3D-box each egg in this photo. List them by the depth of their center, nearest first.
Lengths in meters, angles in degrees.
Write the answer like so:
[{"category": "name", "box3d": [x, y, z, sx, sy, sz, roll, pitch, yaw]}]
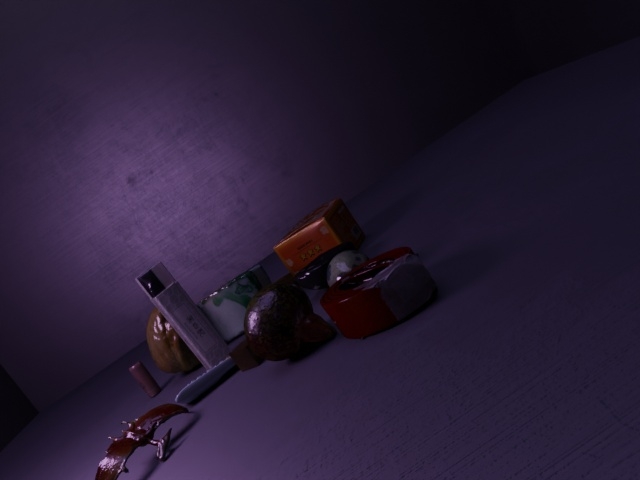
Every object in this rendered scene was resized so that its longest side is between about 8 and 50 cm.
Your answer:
[{"category": "egg", "box3d": [0.086, 0.099, 1.615, 0.141, 0.141, 0.182, -34, 9, 6]}]

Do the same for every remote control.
[{"category": "remote control", "box3d": [-0.315, 0.404, 1.766, 0.293, 0.051, 0.103, -35, -5, -17]}]

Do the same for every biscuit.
[{"category": "biscuit", "box3d": [-0.164, 0.202, 2.398, 0.261, 0.037, 0.262, -35, 10, 7]}]

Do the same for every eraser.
[{"category": "eraser", "box3d": [-0.453, 0.258, 1.925, 0.096, 0.404, 0.098, -41, 12, -25]}]

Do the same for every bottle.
[{"category": "bottle", "box3d": [-0.655, 0.518, 2.149, 0.053, 0.140, 0.053, -34, 7, 5]}]

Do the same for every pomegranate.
[{"category": "pomegranate", "box3d": [-0.077, 0.220, 1.512, 0.247, 0.215, 0.214, 11, 30, 22]}]

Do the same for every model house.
[{"category": "model house", "box3d": [-0.272, 0.209, 2.263, 0.267, 0.194, 0.325, -32, 6, 23]}]

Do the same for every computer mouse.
[{"category": "computer mouse", "box3d": [0.026, 0.101, 2.001, 0.170, 0.100, 0.269, -24, 7, 31]}]

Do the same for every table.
[{"category": "table", "box3d": [-0.205, 0.327, 1.703, 0.083, 0.070, 0.082, -29, 10, 39]}]

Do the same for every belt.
[{"category": "belt", "box3d": [0.135, 0.126, 1.376, 0.227, 0.115, 0.323, -42, 9, -32]}]

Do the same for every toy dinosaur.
[{"category": "toy dinosaur", "box3d": [-0.459, 0.532, 1.512, 0.206, 0.113, 0.327, -8, 23, 6]}]

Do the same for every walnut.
[{"category": "walnut", "box3d": [-0.533, 0.357, 2.156, 0.227, 0.283, 0.283, -18, 6, -8]}]

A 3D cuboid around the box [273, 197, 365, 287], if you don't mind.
[{"category": "box", "box3d": [0.000, 0.000, 2.316, 0.259, 0.214, 0.283, -29, 9, 22]}]
